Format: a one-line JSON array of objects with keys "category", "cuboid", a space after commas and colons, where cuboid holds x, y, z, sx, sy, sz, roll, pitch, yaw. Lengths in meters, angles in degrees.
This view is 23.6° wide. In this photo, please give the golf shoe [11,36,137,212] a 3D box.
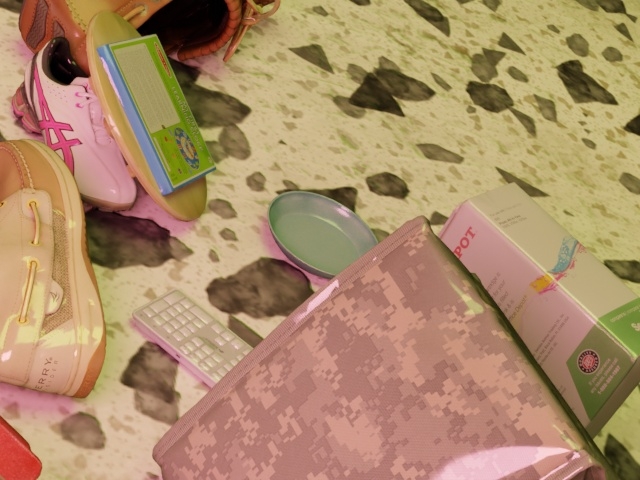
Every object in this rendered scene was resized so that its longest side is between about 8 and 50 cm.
[{"category": "golf shoe", "cuboid": [-0.219, -0.105, 1.388, 0.067, 0.086, 0.186, -9, 51, -43]}]

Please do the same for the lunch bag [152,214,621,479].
[{"category": "lunch bag", "cuboid": [0.040, 0.172, 1.095, 0.235, 0.287, 0.169, 56, 6, 32]}]

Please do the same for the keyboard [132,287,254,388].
[{"category": "keyboard", "cuboid": [-0.044, 0.128, 1.279, 0.256, 0.014, 0.072, 38, 35, 12]}]

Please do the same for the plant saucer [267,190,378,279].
[{"category": "plant saucer", "cuboid": [0.000, 0.000, 1.468, 0.119, 0.021, 0.119, 19, 36, -15]}]

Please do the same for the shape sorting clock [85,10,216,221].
[{"category": "shape sorting clock", "cuboid": [-0.159, -0.112, 1.398, 0.206, 0.040, 0.206, 54, 22, -35]}]

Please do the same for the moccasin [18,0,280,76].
[{"category": "moccasin", "cuboid": [-0.129, -0.248, 1.590, 0.147, 0.139, 0.380, 43, 37, 18]}]

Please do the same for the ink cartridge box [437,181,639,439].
[{"category": "ink cartridge box", "cuboid": [0.190, 0.075, 1.392, 0.212, 0.154, 0.093, 43, 36, 20]}]

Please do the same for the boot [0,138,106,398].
[{"category": "boot", "cuboid": [-0.288, 0.009, 1.187, 0.203, 0.095, 0.262, 6, 45, -29]}]

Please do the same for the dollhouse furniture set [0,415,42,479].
[{"category": "dollhouse furniture set", "cuboid": [-0.169, 0.268, 0.891, 0.374, 0.152, 0.201, 48, 8, -17]}]
